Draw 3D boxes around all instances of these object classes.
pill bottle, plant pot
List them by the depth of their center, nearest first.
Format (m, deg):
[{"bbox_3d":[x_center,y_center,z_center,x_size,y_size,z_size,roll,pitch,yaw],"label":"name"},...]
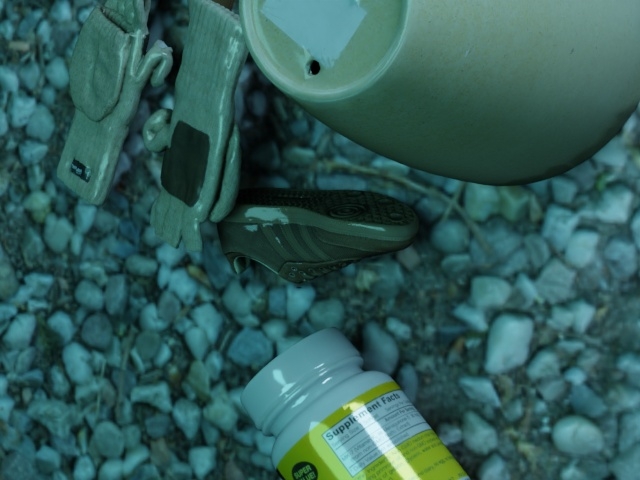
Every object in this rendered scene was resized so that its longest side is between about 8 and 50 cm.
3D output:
[{"bbox_3d":[0.068,-0.158,1.139,0.256,0.274,0.256,3,97,31],"label":"plant pot"},{"bbox_3d":[0.037,0.177,1.277,0.119,0.119,0.208,-46,72,25],"label":"pill bottle"}]

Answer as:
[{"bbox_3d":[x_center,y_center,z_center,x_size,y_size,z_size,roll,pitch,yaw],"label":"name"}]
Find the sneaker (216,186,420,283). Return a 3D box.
[{"bbox_3d":[0.000,0.000,1.325,0.188,0.066,0.071,8,115,35],"label":"sneaker"}]

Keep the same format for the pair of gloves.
[{"bbox_3d":[-0.134,-0.110,1.368,0.240,0.042,0.204,25,110,47],"label":"pair of gloves"}]

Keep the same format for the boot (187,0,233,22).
[{"bbox_3d":[-0.112,-0.229,1.377,0.087,0.042,0.118,27,106,32],"label":"boot"}]
